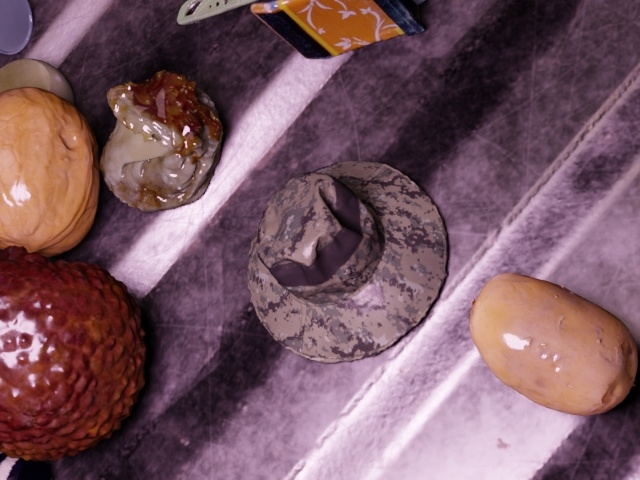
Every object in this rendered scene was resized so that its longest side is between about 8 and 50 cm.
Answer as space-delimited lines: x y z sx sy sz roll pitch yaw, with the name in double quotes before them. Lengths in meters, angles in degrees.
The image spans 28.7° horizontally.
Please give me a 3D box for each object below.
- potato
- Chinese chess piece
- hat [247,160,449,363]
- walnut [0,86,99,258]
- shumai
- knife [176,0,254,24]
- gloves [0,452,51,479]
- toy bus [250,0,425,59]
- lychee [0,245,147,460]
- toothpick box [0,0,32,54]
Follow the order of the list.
"potato" 0.228 0.104 1.238 0.178 0.118 0.109 29 120 22
"Chinese chess piece" -0.414 -0.185 1.752 0.144 0.058 0.144 -10 66 24
"hat" 0.000 0.000 1.401 0.265 0.128 0.265 -14 60 25
"walnut" -0.372 -0.087 1.603 0.193 0.193 0.225 -22 56 20
"shumai" -0.214 -0.131 1.565 0.184 0.142 0.184 -12 62 23
"knife" -0.047 -0.305 1.440 0.293 0.020 0.043 -15 68 28
"gloves" -0.439 0.316 1.513 0.219 0.131 0.140 -7 63 17
"toy bus" 0.016 -0.402 1.542 0.194 0.162 0.323 -16 64 26
"lychee" -0.337 0.131 1.460 0.260 0.260 0.260 -11 64 25
"toothpick box" -0.515 -0.324 1.840 0.153 0.101 0.101 6 73 31
